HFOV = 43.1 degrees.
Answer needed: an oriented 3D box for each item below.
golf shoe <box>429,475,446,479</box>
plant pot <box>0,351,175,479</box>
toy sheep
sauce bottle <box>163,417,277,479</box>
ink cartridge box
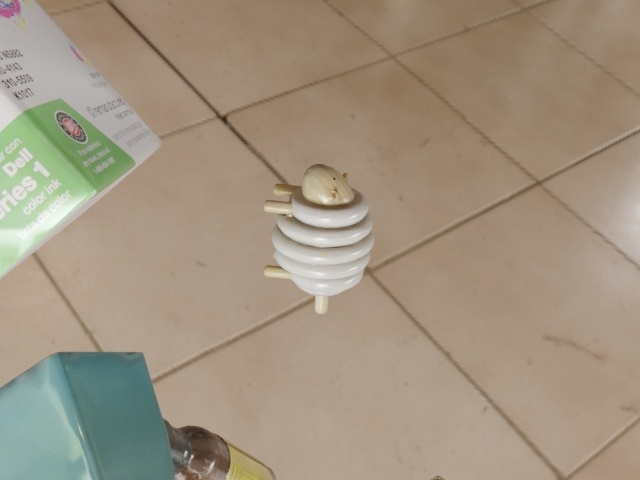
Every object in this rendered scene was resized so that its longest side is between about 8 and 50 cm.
[{"bbox_3d":[0.070,0.221,0.616,0.176,0.069,0.086,4,48,8],"label":"golf shoe"},{"bbox_3d":[-0.278,0.273,0.959,0.166,0.166,0.234,-33,70,17],"label":"plant pot"},{"bbox_3d":[0.000,0.000,0.657,0.091,0.132,0.091,1,30,0],"label":"toy sheep"},{"bbox_3d":[-0.180,0.349,1.244,0.112,0.344,0.111,-13,55,19],"label":"sauce bottle"},{"bbox_3d":[-0.261,-0.122,0.553,0.278,0.117,0.201,49,11,-11],"label":"ink cartridge box"}]
